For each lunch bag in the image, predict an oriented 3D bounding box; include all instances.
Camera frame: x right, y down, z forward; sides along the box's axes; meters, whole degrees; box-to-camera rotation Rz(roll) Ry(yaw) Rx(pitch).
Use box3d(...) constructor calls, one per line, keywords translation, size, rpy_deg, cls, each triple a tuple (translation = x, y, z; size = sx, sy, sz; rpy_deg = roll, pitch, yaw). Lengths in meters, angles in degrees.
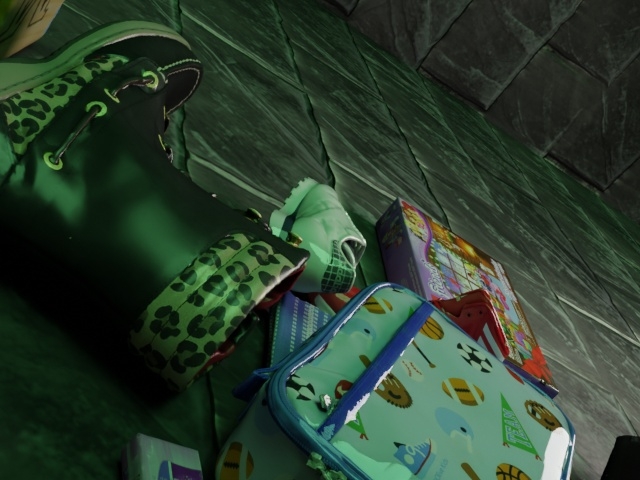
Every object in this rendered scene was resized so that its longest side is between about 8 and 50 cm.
box3d(translation=(0.065, 0.154, 0.680), size=(0.243, 0.115, 0.303), rpy_deg=(40, 24, 8), cls="lunch bag")

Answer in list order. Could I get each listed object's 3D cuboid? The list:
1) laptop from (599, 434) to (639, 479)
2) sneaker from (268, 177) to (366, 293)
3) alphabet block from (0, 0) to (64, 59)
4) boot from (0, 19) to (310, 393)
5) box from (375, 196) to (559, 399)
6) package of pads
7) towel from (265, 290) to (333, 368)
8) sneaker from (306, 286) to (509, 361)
box3d(translation=(0.471, 0.355, 0.838), size=(0.408, 0.236, 0.382), rpy_deg=(5, -1, 22), cls="laptop")
box3d(translation=(0.000, 0.000, 0.922), size=(0.095, 0.090, 0.235), rpy_deg=(14, 21, 4), cls="sneaker")
box3d(translation=(-0.341, -0.297, 0.858), size=(0.192, 0.193, 0.197), rpy_deg=(33, 23, -11), cls="alphabet block")
box3d(translation=(-0.138, -0.046, 0.768), size=(0.284, 0.138, 0.377), rpy_deg=(40, 25, 4), cls="boot")
box3d(translation=(0.179, 0.077, 1.147), size=(0.201, 0.057, 0.293), rpy_deg=(31, 23, -19), cls="box")
box3d(translation=(-0.098, 0.165, 0.566), size=(0.050, 0.032, 0.083), rpy_deg=(24, 26, -31), cls="package of pads")
box3d(translation=(0.087, 0.195, 0.814), size=(0.336, 0.040, 0.243), rpy_deg=(31, 25, -16), cls="towel")
box3d(translation=(0.103, 0.072, 0.938), size=(0.221, 0.128, 0.087), rpy_deg=(34, 22, -14), cls="sneaker")
